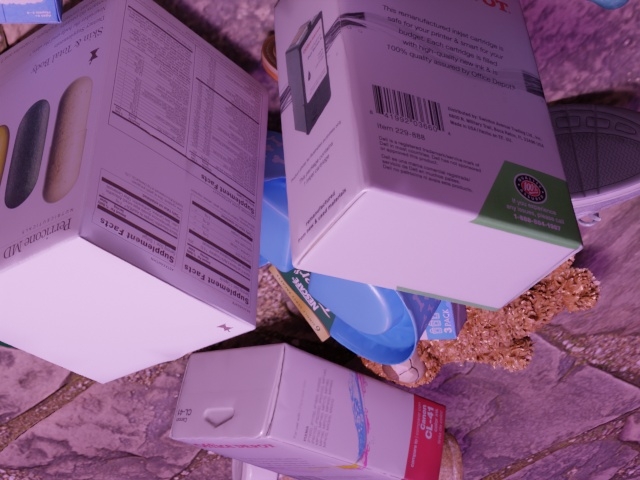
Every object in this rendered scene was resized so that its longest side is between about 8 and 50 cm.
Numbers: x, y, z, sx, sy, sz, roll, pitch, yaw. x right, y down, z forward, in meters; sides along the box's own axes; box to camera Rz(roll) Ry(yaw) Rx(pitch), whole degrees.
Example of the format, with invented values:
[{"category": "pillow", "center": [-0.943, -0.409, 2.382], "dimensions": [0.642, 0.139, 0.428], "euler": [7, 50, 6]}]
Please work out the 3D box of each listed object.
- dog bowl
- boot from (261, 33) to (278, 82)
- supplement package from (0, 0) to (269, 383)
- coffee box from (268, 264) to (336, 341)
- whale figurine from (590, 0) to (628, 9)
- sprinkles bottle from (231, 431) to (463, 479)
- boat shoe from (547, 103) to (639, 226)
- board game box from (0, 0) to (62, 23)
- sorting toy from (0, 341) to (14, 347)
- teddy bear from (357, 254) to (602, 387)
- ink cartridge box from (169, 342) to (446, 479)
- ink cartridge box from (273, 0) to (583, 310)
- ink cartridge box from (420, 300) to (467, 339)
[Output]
[{"category": "dog bowl", "center": [0.000, 0.000, 1.098], "dimensions": [0.074, 0.297, 0.166], "euler": [-42, 160, -29]}, {"category": "boot", "center": [0.006, -0.121, 1.080], "dimensions": [0.197, 0.073, 0.152], "euler": [22, 147, -19]}, {"category": "supplement package", "center": [-0.187, -0.045, 0.963], "dimensions": [0.199, 0.263, 0.198], "euler": [-22, 142, 33]}, {"category": "coffee box", "center": [0.027, 0.028, 1.199], "dimensions": [0.040, 0.113, 0.184], "euler": [-33, 175, -43]}, {"category": "whale figurine", "center": [0.268, -0.273, 0.850], "dimensions": [0.216, 0.141, 0.272], "euler": [7, 143, -19]}, {"category": "sprinkles bottle", "center": [0.042, 0.358, 1.701], "dimensions": [0.355, 0.121, 0.121], "euler": [4, 143, -16]}, {"category": "boat shoe", "center": [0.217, -0.059, 1.167], "dimensions": [0.320, 0.118, 0.103], "euler": [-16, 152, 19]}, {"category": "board game box", "center": [-0.299, -0.261, 0.857], "dimensions": [0.160, 0.039, 0.212], "euler": [-2, 143, -7]}, {"category": "sorting toy", "center": [-0.390, 0.031, 1.239], "dimensions": [0.132, 0.046, 0.274], "euler": [6, 143, -17]}, {"category": "teddy bear", "center": [0.190, 0.096, 1.374], "dimensions": [0.337, 0.113, 0.245], "euler": [-15, 141, 11]}, {"category": "ink cartridge box", "center": [-0.013, 0.250, 1.474], "dimensions": [0.306, 0.131, 0.226], "euler": [28, 154, -35]}, {"category": "ink cartridge box", "center": [0.082, -0.106, 0.926], "dimensions": [0.211, 0.289, 0.121], "euler": [13, 142, -26]}, {"category": "ink cartridge box", "center": [0.073, 0.061, 1.274], "dimensions": [0.181, 0.061, 0.104], "euler": [-4, 111, 23]}]
